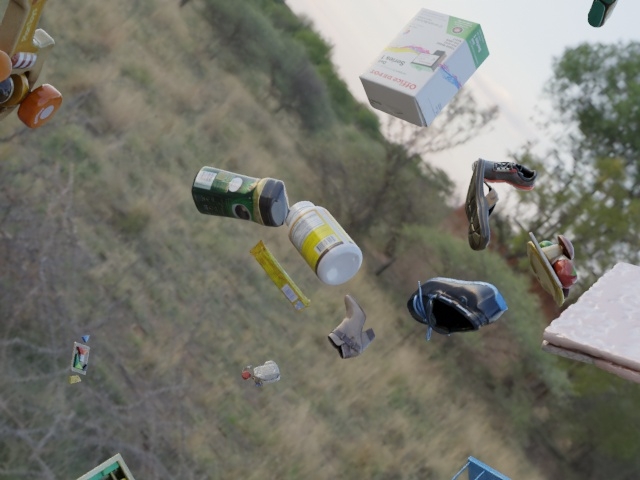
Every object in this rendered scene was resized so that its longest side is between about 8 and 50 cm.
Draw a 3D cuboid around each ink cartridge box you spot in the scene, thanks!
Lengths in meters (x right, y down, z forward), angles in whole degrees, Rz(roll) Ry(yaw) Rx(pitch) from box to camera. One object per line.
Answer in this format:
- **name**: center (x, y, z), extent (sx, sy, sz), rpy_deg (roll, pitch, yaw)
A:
- **ink cartridge box**: center (0.266, -0.449, 2.325), extent (0.201, 0.278, 0.117), rpy_deg (28, -20, 39)

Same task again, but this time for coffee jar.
- **coffee jar**: center (-0.152, -0.084, 1.758), extent (0.184, 0.079, 0.096), rpy_deg (12, -35, 18)

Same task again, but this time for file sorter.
- **file sorter**: center (0.360, 0.568, 1.921), extent (0.170, 0.104, 0.118), rpy_deg (25, -44, 39)

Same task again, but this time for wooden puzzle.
- **wooden puzzle**: center (-0.562, 0.278, 2.117), extent (0.078, 0.014, 0.116), rpy_deg (37, 54, -71)

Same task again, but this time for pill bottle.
- **pill bottle**: center (0.000, 0.000, 2.130), extent (0.117, 0.117, 0.215), rpy_deg (42, 7, -49)

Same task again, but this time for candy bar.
- **candy bar**: center (-0.078, 0.072, 1.756), extent (0.161, 0.040, 0.018), rpy_deg (51, 30, 2)

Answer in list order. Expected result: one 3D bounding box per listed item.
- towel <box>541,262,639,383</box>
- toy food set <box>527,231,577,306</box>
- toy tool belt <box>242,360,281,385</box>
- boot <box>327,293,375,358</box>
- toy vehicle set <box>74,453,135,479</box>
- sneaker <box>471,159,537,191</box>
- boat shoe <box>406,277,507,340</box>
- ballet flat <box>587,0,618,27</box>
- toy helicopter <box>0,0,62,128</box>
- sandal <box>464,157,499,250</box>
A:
- **towel**: center (0.575, 0.150, 1.485), extent (0.317, 0.332, 0.053), rpy_deg (18, -59, 36)
- **toy food set**: center (0.453, 0.047, 1.714), extent (0.128, 0.071, 0.218), rpy_deg (63, 3, 18)
- **toy tool belt**: center (-0.130, 0.304, 2.011), extent (0.051, 0.083, 0.052), rpy_deg (80, -4, -53)
- **boot**: center (0.051, 0.173, 1.787), extent (0.118, 0.087, 0.042), rpy_deg (58, -24, 15)
- **toy vehicle set**: center (-0.352, 0.436, 1.234), extent (0.166, 0.267, 0.035), rpy_deg (58, -25, 2)
- **sneaker**: center (0.436, -0.168, 2.119), extent (0.157, 0.061, 0.065), rpy_deg (14, -33, -1)
- **boat shoe**: center (0.217, 0.118, 1.598), extent (0.109, 0.089, 0.258), rpy_deg (53, -24, -5)
- **ballet flat**: center (0.601, -0.513, 1.887), extent (0.057, 0.052, 0.168), rpy_deg (47, -17, 15)
- **toy helicopter**: center (-0.510, -0.304, 1.445), extent (0.140, 0.355, 0.235), rpy_deg (42, 41, 4)
- **sandal**: center (0.334, -0.071, 1.829), extent (0.090, 0.060, 0.219), rpy_deg (104, -8, -48)
